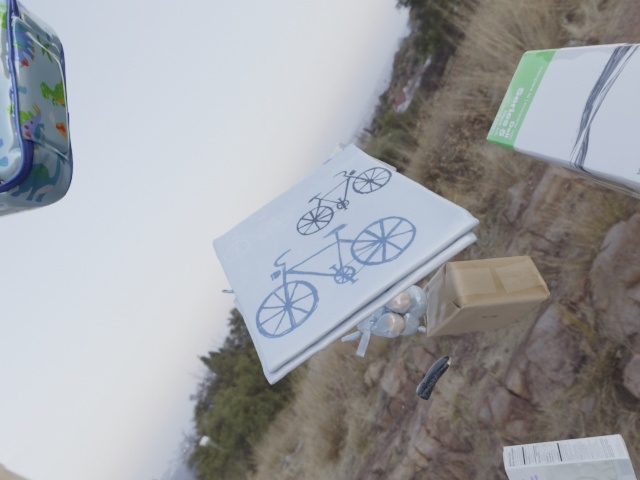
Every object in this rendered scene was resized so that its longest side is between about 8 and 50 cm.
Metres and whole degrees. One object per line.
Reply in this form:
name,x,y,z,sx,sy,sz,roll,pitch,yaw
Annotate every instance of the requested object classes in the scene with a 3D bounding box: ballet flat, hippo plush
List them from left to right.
hippo plush,0.259,0.252,1.507,0.234,0.236,0.294,26,101,60
ballet flat,0.392,0.467,1.567,0.173,0.049,0.057,-54,10,4

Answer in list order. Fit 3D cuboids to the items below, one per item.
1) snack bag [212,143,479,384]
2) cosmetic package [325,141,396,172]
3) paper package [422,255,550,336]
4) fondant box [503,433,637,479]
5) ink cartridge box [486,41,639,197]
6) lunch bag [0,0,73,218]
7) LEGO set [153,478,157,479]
snack bag,0.000,0.000,0.680,0.323,0.037,0.342,-36,38,-6
cosmetic package,0.057,-0.088,1.015,0.183,0.151,0.151,-66,2,-45
paper package,0.547,0.201,1.595,0.309,0.325,0.168,108,155,-58
fondant box,0.750,0.718,1.363,0.330,0.238,0.096,-19,15,25
ink cartridge box,0.325,-0.096,0.433,0.273,0.198,0.115,-113,42,-68
lunch bag,-0.352,-0.128,0.455,0.090,0.176,0.219,51,-151,-79
LEGO set,-0.399,0.557,1.012,0.054,0.023,0.083,-45,-5,19
